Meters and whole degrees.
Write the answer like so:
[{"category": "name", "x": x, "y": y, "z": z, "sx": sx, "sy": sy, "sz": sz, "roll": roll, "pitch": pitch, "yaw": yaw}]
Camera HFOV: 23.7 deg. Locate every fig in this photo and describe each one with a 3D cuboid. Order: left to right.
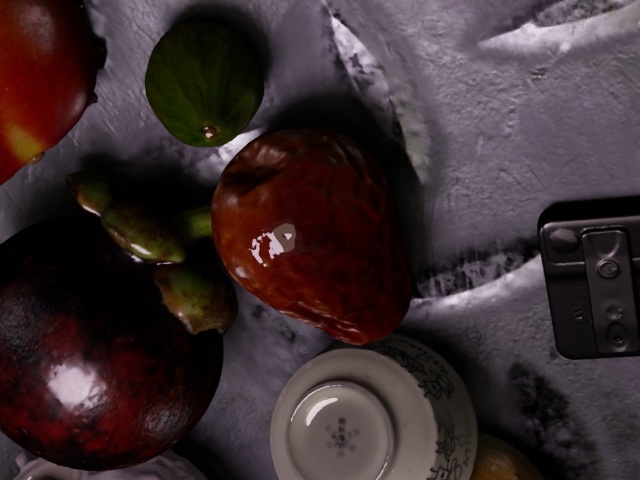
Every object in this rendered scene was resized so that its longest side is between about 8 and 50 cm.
[{"category": "fig", "x": -0.120, "y": -0.144, "z": 1.523, "sx": 0.123, "sy": 0.156, "sz": 0.123, "roll": 3, "pitch": 125, "yaw": 4}]

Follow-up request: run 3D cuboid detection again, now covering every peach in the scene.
[{"category": "peach", "x": -0.392, "y": -0.187, "z": 1.503, "sx": 0.257, "sy": 0.201, "sz": 0.362, "roll": -20, "pitch": 128, "yaw": 26}]

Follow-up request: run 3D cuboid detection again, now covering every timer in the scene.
[{"category": "timer", "x": 0.310, "y": 0.047, "z": 1.614, "sx": 0.144, "sy": 0.055, "sz": 0.187, "roll": -5, "pitch": 122, "yaw": 15}]

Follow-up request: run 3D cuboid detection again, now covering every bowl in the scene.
[{"category": "bowl", "x": 0.043, "y": 0.217, "z": 1.671, "sx": 0.237, "sy": 0.126, "sz": 0.238, "roll": -2, "pitch": 85, "yaw": 23}]

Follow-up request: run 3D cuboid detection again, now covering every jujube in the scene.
[{"category": "jujube", "x": 0.000, "y": 0.000, "z": 1.583, "sx": 0.190, "sy": 0.190, "sz": 0.255, "roll": -14, "pitch": 135, "yaw": 21}]

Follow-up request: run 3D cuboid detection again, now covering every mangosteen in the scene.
[{"category": "mangosteen", "x": -0.234, "y": 0.097, "z": 1.640, "sx": 0.311, "sy": 0.311, "sz": 0.311, "roll": 6, "pitch": 124, "yaw": 9}]

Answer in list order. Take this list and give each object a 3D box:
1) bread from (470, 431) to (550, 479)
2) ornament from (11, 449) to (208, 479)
[{"category": "bread", "x": 0.139, "y": 0.362, "z": 1.799, "sx": 0.305, "sy": 0.159, "sz": 0.306, "roll": 5, "pitch": 125, "yaw": 8}, {"category": "ornament", "x": -0.248, "y": 0.402, "z": 1.812, "sx": 0.337, "sy": 0.337, "sz": 0.337, "roll": 6, "pitch": 124, "yaw": 9}]
